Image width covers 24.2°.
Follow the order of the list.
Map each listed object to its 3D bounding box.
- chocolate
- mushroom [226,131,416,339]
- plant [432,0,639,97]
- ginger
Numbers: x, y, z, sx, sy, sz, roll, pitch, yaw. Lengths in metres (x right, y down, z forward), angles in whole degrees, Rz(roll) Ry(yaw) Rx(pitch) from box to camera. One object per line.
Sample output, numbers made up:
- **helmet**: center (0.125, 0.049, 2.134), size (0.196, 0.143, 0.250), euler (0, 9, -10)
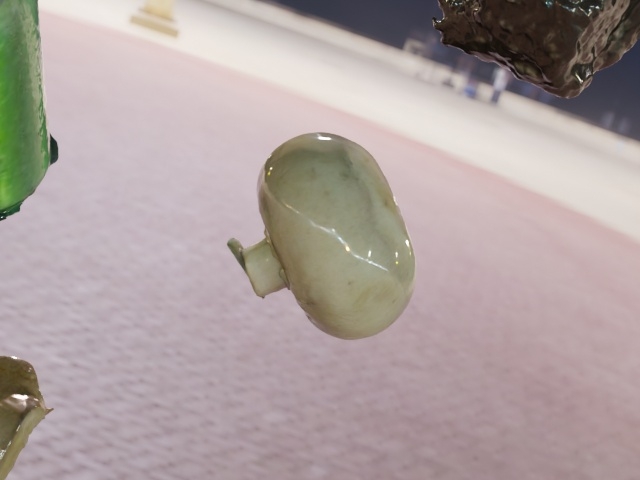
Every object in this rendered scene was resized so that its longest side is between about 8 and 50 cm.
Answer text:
- **chocolate**: center (-0.213, -0.134, 0.885), size (0.110, 0.110, 0.291), euler (20, -36, 5)
- **mushroom**: center (0.000, 0.000, 1.703), size (0.202, 0.246, 0.246), euler (-22, 1, 11)
- **plant**: center (0.208, -0.262, 1.459), size (0.234, 0.178, 0.204), euler (40, -21, 18)
- **ginger**: center (-0.294, 0.123, 1.058), size (0.213, 0.074, 0.137), euler (15, 42, 23)
